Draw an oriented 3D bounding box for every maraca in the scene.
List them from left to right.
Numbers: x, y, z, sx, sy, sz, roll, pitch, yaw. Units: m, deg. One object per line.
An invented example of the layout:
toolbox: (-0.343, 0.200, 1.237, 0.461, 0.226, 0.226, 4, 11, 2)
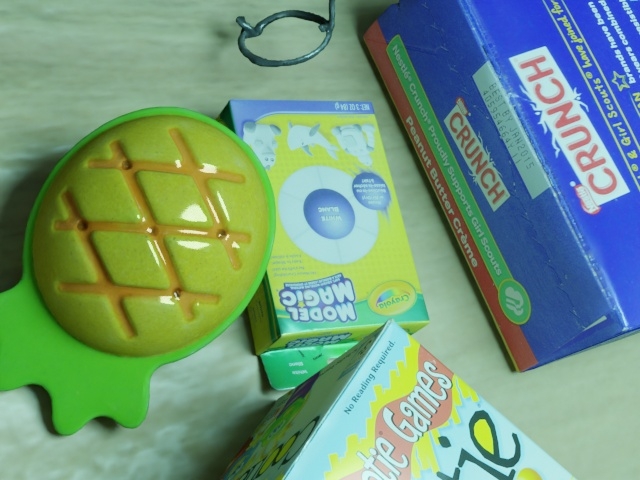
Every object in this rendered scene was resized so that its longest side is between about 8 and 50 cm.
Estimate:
maraca: (-0.102, 0.014, 0.601, 0.127, 0.099, 0.186, 35, 82, -1)

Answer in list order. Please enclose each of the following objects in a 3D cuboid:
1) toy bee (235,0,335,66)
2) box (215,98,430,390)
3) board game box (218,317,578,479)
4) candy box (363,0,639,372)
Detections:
toy bee: (0.038, -0.264, 0.743, 0.195, 0.162, 0.298, -4, 38, 11)
box: (0.000, 0.000, 0.689, 0.105, 0.043, 0.179, -3, 70, -28)
board game box: (0.075, 0.197, 0.569, 0.275, 0.144, 0.142, 41, 55, -5)
candy box: (0.229, -0.079, 0.794, 0.317, 0.122, 0.268, -14, 74, -32)
